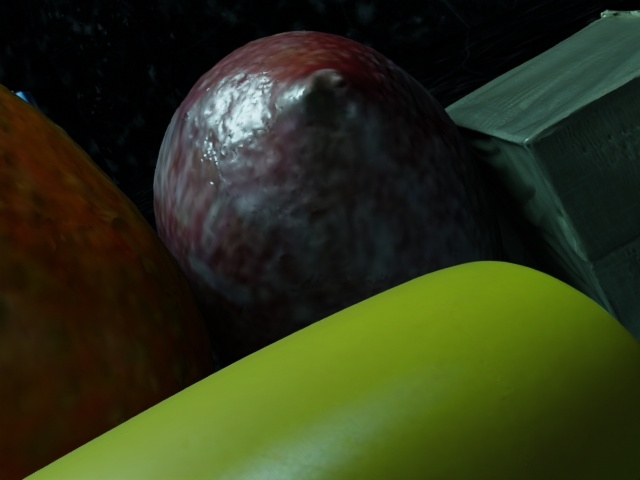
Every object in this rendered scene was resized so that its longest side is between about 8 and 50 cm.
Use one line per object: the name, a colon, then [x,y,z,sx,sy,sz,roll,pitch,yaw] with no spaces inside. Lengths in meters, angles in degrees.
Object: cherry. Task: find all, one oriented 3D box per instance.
cherry: [0.003,-0.012,0.743,0.203,0.230,0.300,-14,-27,2]

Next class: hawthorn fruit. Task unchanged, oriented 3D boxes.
hawthorn fruit: [-0.266,0.060,0.645,0.403,0.403,0.403,-26,11,5]

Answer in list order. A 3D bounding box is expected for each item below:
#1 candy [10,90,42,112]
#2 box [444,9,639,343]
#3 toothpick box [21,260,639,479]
candy: [-0.315,-0.025,1.457,0.100,0.306,0.157,-31,11,-5]
box: [0.187,-0.041,0.740,0.149,0.155,0.231,-30,12,-1]
toothpick box: [-0.001,0.119,0.394,0.271,0.175,0.175,-31,11,-31]
